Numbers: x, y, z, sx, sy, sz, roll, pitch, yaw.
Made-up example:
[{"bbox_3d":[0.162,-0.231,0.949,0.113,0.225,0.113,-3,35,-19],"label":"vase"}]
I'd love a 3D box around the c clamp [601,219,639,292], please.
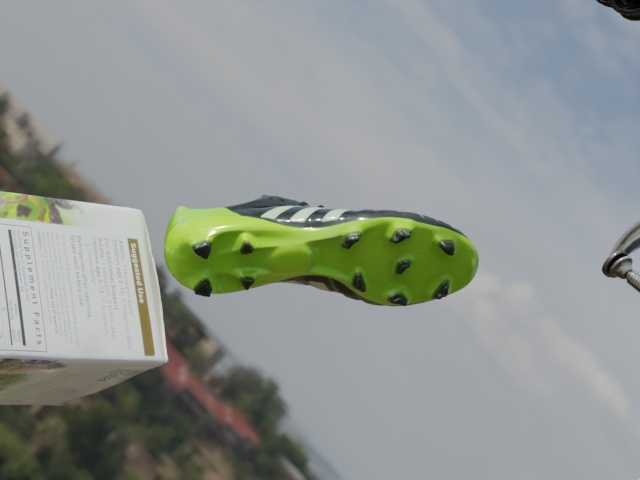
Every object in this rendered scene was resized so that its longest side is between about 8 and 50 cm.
[{"bbox_3d":[0.261,0.037,1.290,0.160,0.137,0.022,49,-22,42],"label":"c clamp"}]

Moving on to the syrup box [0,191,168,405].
[{"bbox_3d":[-0.199,0.030,0.949,0.237,0.093,0.096,5,69,-49],"label":"syrup box"}]

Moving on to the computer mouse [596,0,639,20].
[{"bbox_3d":[0.200,-0.261,1.031,0.262,0.184,0.060,66,23,-15],"label":"computer mouse"}]

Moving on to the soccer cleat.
[{"bbox_3d":[0.000,0.000,1.028,0.072,0.179,0.060,-107,-158,-61],"label":"soccer cleat"}]

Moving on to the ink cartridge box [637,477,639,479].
[{"bbox_3d":[0.272,0.200,1.049,0.072,0.307,0.303,47,-8,45],"label":"ink cartridge box"}]
